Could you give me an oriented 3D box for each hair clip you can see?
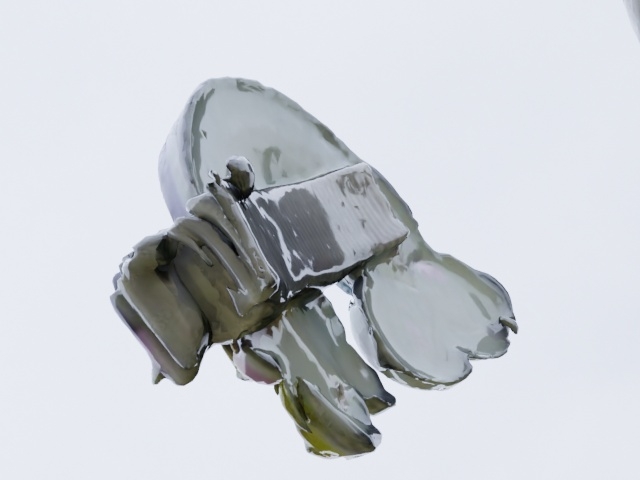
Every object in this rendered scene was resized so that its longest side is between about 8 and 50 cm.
[{"bbox_3d":[-0.001,0.000,0.401,0.049,0.116,0.172,-32,-5,22],"label":"hair clip"}]

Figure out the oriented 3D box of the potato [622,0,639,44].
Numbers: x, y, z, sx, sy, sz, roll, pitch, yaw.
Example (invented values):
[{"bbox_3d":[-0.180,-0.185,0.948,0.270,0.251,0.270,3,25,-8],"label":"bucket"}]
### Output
[{"bbox_3d":[0.317,-0.148,0.889,0.307,0.210,0.173,10,-35,-39],"label":"potato"}]
